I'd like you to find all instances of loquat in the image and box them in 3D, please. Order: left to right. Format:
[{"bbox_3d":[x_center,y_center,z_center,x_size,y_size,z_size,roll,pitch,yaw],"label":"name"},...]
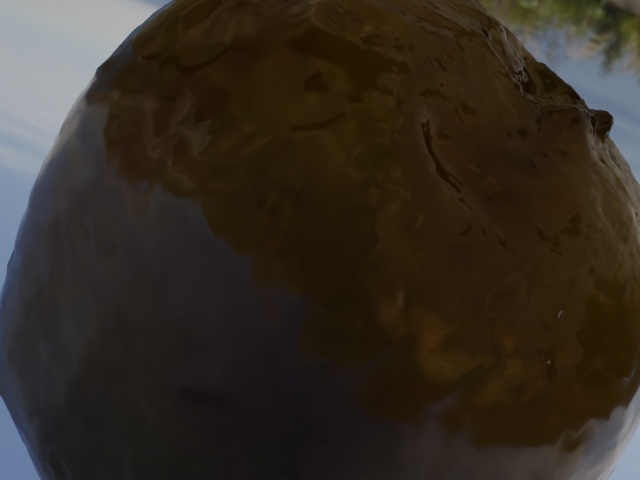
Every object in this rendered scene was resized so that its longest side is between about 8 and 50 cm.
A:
[{"bbox_3d":[-0.003,0.029,0.544,0.276,0.284,0.276,45,-168,-12],"label":"loquat"}]
